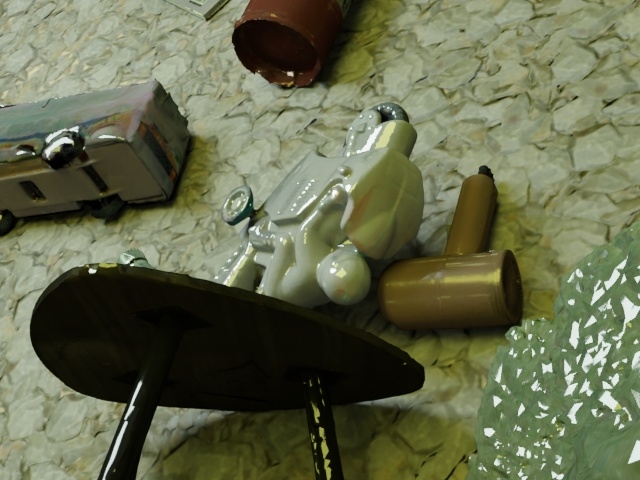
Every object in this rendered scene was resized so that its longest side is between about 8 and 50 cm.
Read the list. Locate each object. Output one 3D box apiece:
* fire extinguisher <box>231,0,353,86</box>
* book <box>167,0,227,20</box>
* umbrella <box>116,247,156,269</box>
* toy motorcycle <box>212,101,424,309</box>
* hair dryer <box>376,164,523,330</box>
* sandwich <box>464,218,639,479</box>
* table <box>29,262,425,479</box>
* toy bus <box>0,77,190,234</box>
[{"bbox_3d":[0.028,-0.325,1.314,0.147,0.106,0.337,18,61,10],"label":"fire extinguisher"},{"bbox_3d":[-0.121,-0.359,1.476,0.181,0.014,0.127,-46,46,-13],"label":"book"},{"bbox_3d":[-0.155,0.067,1.107,0.050,0.046,0.188,-1,33,-33],"label":"umbrella"},{"bbox_3d":[0.000,0.000,1.003,0.260,0.110,0.171,-49,33,12],"label":"toy motorcycle"},{"bbox_3d":[0.125,0.001,1.013,0.117,0.064,0.181,-5,43,27],"label":"hair dryer"},{"bbox_3d":[0.232,0.106,0.720,0.325,0.131,0.262,-49,26,29],"label":"sandwich"},{"bbox_3d":[-0.079,0.198,0.851,0.317,0.317,0.249,-6,63,24],"label":"table"},{"bbox_3d":[-0.305,-0.095,1.289,0.317,0.112,0.138,-4,47,25],"label":"toy bus"}]
